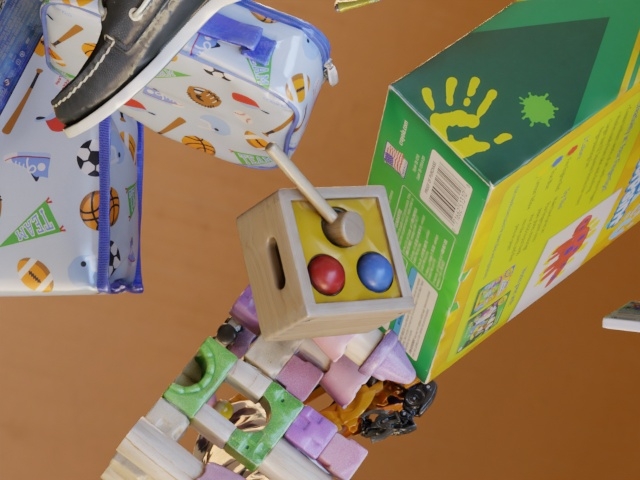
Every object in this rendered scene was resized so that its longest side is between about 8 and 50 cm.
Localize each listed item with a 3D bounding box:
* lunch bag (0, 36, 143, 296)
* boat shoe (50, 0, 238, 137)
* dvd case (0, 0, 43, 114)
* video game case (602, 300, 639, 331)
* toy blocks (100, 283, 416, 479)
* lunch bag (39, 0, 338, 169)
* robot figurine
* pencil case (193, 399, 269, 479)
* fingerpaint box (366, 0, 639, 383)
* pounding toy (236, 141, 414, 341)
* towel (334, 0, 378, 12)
[{"bbox_3d":[-0.400,-0.117,2.498,0.239,0.328,0.385,9,79,-84],"label":"lunch bag"},{"bbox_3d":[-0.128,-0.206,1.585,0.302,0.091,0.114,-41,-166,17],"label":"boat shoe"},{"bbox_3d":[-0.386,-0.245,1.949,0.022,0.253,0.180,16,-105,42],"label":"dvd case"},{"bbox_3d":[0.332,0.076,1.865,0.122,0.087,0.011,-16,111,-67],"label":"video game case"},{"bbox_3d":[-0.041,0.213,1.970,0.288,0.260,0.309,-53,180,-20],"label":"toy blocks"},{"bbox_3d":[-0.133,-0.191,1.947,0.243,0.303,0.115,110,2,-70],"label":"lunch bag"},{"bbox_3d":[0.012,0.219,2.589,0.211,0.291,0.085,53,-16,30],"label":"robot figurine"},{"bbox_3d":[-0.073,0.312,2.266,0.410,0.184,0.159,-120,-158,-79],"label":"pencil case"},{"bbox_3d":[0.228,-0.092,2.079,0.371,0.163,0.445,-35,160,-22],"label":"fingerpaint box"},{"bbox_3d":[0.000,0.000,1.575,0.100,0.130,0.141,-31,-112,51],"label":"pounding toy"},{"bbox_3d":[0.051,-0.203,1.544,0.060,0.083,0.009,-70,143,-73],"label":"towel"}]
